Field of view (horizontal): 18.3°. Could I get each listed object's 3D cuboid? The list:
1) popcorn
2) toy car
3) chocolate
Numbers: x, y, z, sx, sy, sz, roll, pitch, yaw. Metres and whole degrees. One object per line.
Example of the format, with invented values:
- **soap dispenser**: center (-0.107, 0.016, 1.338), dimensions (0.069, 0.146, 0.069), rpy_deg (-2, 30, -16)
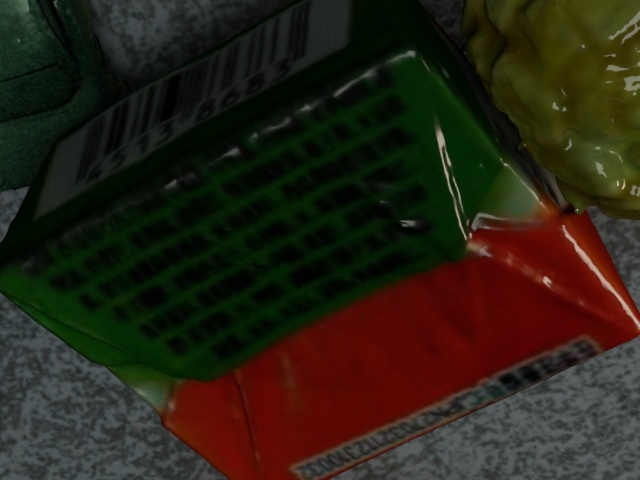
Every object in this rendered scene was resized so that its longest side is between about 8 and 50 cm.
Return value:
- **popcorn**: center (0.235, -0.137, 1.379), dimensions (0.247, 0.282, 0.282), rpy_deg (-29, 114, 3)
- **toy car**: center (-0.246, -0.183, 1.476), dimensions (0.141, 0.097, 0.321), rpy_deg (-13, 117, 10)
- **chocolate**: center (0.000, 0.000, 1.479), dimensions (0.360, 0.161, 0.341), rpy_deg (-27, 130, 21)
